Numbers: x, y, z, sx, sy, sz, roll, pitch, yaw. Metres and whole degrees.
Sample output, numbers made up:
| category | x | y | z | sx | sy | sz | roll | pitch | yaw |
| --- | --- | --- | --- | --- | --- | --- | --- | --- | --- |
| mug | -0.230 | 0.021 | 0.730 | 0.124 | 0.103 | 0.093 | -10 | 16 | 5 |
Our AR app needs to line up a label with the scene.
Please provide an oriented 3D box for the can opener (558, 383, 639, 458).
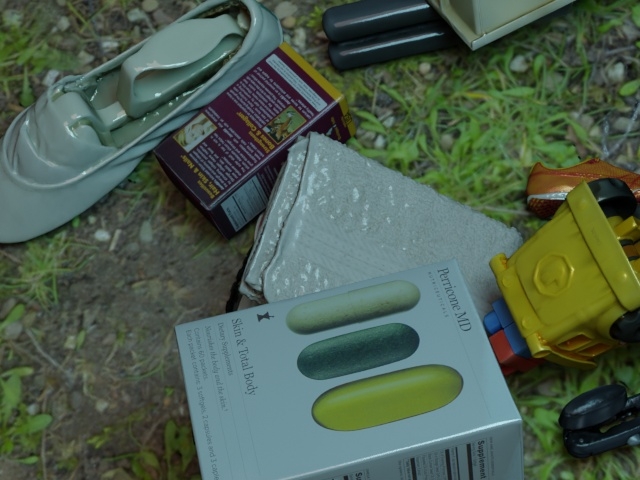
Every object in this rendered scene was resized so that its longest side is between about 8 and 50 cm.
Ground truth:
| category | x | y | z | sx | sy | sz | roll | pitch | yaw |
| --- | --- | --- | --- | --- | --- | --- | --- | --- | --- |
| can opener | 0.325 | 0.170 | 1.350 | 0.186 | 0.073 | 0.059 | -14 | 64 | -9 |

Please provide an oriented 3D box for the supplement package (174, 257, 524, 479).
| category | x | y | z | sx | sy | sz | roll | pitch | yaw |
| --- | --- | --- | --- | --- | --- | --- | --- | --- | --- |
| supplement package | 0.027 | 0.176 | 1.211 | 0.263 | 0.198 | 0.199 | -13 | 45 | -4 |

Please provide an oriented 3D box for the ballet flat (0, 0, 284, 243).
| category | x | y | z | sx | sy | sz | roll | pitch | yaw |
| --- | --- | --- | --- | --- | --- | --- | --- | --- | --- |
| ballet flat | -0.219 | -0.147 | 1.453 | 0.400 | 0.139 | 0.139 | -33 | 73 | -5 |

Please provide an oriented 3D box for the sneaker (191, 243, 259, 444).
| category | x | y | z | sx | sy | sz | roll | pitch | yaw |
| --- | --- | --- | --- | --- | --- | --- | --- | --- | --- |
| sneaker | -0.047 | 0.090 | 1.386 | 0.108 | 0.100 | 0.271 | 18 | 86 | -8 |

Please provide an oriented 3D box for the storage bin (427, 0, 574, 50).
| category | x | y | z | sx | sy | sz | roll | pitch | yaw |
| --- | --- | --- | --- | --- | --- | --- | --- | --- | --- |
| storage bin | 0.204 | -0.370 | 1.443 | 0.262 | 0.123 | 0.260 | -27 | 50 | -9 |

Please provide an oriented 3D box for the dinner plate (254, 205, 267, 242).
| category | x | y | z | sx | sy | sz | roll | pitch | yaw |
| --- | --- | --- | --- | --- | --- | --- | --- | --- | --- |
| dinner plate | 0.000 | 0.000 | 1.448 | 0.141 | 0.017 | 0.141 | -2 | 73 | 5 |

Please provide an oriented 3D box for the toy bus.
| category | x | y | z | sx | sy | sz | roll | pitch | yaw |
| --- | --- | --- | --- | --- | --- | --- | --- | --- | --- |
| toy bus | 0.263 | 0.065 | 1.337 | 0.211 | 0.220 | 0.149 | -38 | 58 | 24 |

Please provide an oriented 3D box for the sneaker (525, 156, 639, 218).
| category | x | y | z | sx | sy | sz | roll | pitch | yaw |
| --- | --- | --- | --- | --- | --- | --- | --- | --- | --- |
| sneaker | 0.304 | -0.058 | 1.419 | 0.175 | 0.064 | 0.067 | 5 | 64 | 3 |

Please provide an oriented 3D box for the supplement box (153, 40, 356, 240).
| category | x | y | z | sx | sy | sz | roll | pitch | yaw |
| --- | --- | --- | --- | --- | --- | --- | --- | --- | --- |
| supplement box | -0.068 | -0.106 | 1.445 | 0.188 | 0.081 | 0.104 | -40 | 63 | -8 |

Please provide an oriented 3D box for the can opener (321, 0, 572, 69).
| category | x | y | z | sx | sy | sz | roll | pitch | yaw |
| --- | --- | --- | --- | --- | --- | --- | --- | --- | --- |
| can opener | 0.141 | -0.263 | 1.502 | 0.284 | 0.076 | 0.095 | -12 | 40 | 1 |

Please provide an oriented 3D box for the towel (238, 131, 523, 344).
| category | x | y | z | sx | sy | sz | roll | pitch | yaw |
| --- | --- | --- | --- | --- | --- | --- | --- | --- | --- |
| towel | 0.068 | 0.024 | 1.358 | 0.282 | 0.049 | 0.187 | 23 | 75 | -20 |
